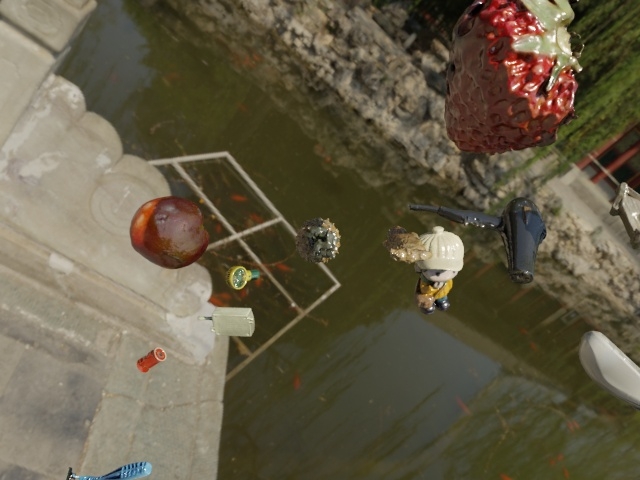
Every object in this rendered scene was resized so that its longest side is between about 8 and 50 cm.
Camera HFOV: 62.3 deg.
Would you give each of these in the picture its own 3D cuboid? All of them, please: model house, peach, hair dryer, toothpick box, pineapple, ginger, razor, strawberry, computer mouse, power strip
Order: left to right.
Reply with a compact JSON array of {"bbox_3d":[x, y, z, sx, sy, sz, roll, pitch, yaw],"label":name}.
[{"bbox_3d":[-0.529,0.586,1.314,0.042,0.253,0.082,56,22,-43],"label":"razor"},{"bbox_3d":[-0.501,0.354,1.564,0.047,0.083,0.047,47,21,-24],"label":"toothpick box"},{"bbox_3d":[-0.475,-0.021,1.661,0.243,0.243,0.199,44,-16,-4],"label":"peach"},{"bbox_3d":[-0.266,0.227,1.489,0.042,0.175,0.075,-69,157,-60],"label":"power strip"},{"bbox_3d":[0.000,0.000,1.142,0.108,0.108,0.197,44,-4,-4],"label":"pineapple"},{"bbox_3d":[0.231,0.017,1.452,0.290,0.122,0.084,-65,152,-79],"label":"ginger"},{"bbox_3d":[0.391,-0.028,1.360,0.359,0.120,0.304,13,44,14],"label":"hair dryer"},{"bbox_3d":[0.267,-0.272,0.831,0.150,0.254,0.280,7,0,-14],"label":"strawberry"},{"bbox_3d":[0.879,0.403,1.562,0.297,0.121,0.184,49,16,16],"label":"computer mouse"},{"bbox_3d":[0.748,-0.074,1.138,0.122,0.229,0.188,76,5,-61],"label":"model house"}]

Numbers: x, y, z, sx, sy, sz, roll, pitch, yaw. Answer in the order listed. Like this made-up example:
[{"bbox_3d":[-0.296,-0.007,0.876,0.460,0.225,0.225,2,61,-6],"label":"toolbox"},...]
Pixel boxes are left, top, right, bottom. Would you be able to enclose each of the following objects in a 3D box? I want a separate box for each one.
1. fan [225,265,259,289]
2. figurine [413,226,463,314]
[{"bbox_3d":[-0.279,0.130,1.912,0.039,0.082,0.155,8,6,36],"label":"fan"},{"bbox_3d":[0.407,0.105,1.909,0.185,0.332,0.204,-14,54,-15],"label":"figurine"}]
